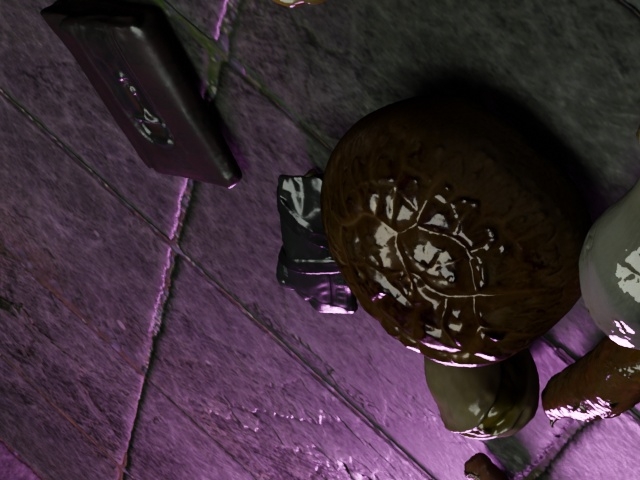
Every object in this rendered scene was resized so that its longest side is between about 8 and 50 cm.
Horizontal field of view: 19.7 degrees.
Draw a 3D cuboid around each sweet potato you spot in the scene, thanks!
[{"bbox_3d":[0.254,0.128,1.645,0.066,0.072,0.314,31,155,-3],"label":"sweet potato"}]

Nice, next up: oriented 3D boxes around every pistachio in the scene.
[{"bbox_3d":[0.154,0.138,1.770,0.113,0.113,0.149,52,-174,-16],"label":"pistachio"}]

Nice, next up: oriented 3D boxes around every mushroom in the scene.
[{"bbox_3d":[0.259,-0.002,1.388,0.116,0.093,0.225,36,153,13],"label":"mushroom"},{"bbox_3d":[0.108,-0.008,1.555,0.253,0.153,0.253,24,137,25],"label":"mushroom"}]

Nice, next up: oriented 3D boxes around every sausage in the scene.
[{"bbox_3d":[0.216,0.297,2.036,0.036,0.042,0.158,-35,103,29],"label":"sausage"}]

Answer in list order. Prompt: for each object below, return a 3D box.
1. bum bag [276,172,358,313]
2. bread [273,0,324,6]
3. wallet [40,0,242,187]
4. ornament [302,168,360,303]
[{"bbox_3d":[0.000,0.000,1.748,0.087,0.049,0.197,17,143,13],"label":"bum bag"},{"bbox_3d":[-0.071,-0.273,1.509,0.225,0.081,0.134,27,146,40],"label":"bread"},{"bbox_3d":[-0.184,-0.153,1.941,0.182,0.049,0.229,13,143,47],"label":"wallet"},{"bbox_3d":[0.087,0.017,1.749,0.245,0.061,0.230,50,155,-4],"label":"ornament"}]
